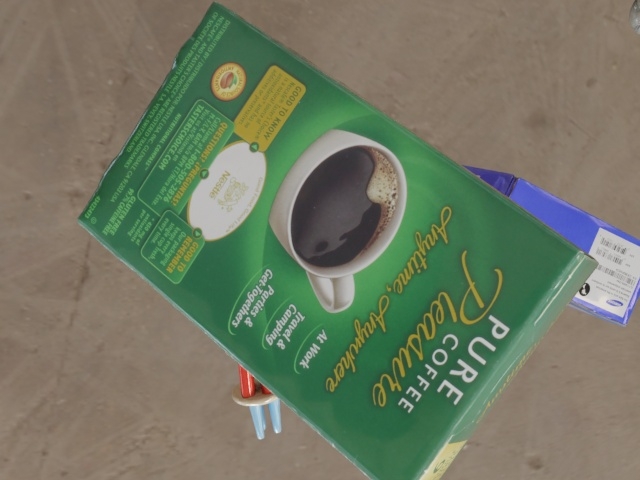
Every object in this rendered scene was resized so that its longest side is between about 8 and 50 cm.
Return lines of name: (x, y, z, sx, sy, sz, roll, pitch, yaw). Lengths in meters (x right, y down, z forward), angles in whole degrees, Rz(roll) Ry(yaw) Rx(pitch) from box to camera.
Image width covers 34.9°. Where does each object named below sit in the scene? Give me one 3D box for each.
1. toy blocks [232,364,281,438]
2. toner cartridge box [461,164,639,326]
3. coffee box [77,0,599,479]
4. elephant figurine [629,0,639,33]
toy blocks: (-0.034, 0.105, 0.974, 0.054, 0.123, 0.148, 18, 122, 50)
toner cartridge box: (0.131, -0.016, 0.963, 0.075, 0.165, 0.348, -66, 25, -1)
coffee box: (0.000, 0.000, 0.399, 0.184, 0.040, 0.113, 36, 98, 23)
elephant figurine: (0.338, -0.154, 0.655, 0.239, 0.169, 0.186, 27, 120, 8)
